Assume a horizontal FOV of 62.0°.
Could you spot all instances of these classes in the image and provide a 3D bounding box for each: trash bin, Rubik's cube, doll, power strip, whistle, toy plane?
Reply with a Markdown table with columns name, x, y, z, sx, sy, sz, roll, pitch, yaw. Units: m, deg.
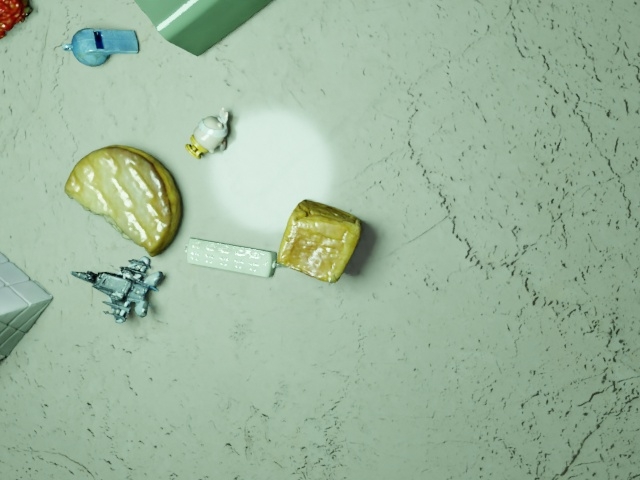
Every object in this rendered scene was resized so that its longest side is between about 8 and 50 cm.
| name | x | y | z | sx | sy | sz | roll | pitch | yaw |
| --- | --- | --- | --- | --- | --- | --- | --- | --- | --- |
| trash bin | -0.190 | -0.547 | 1.085 | 0.343 | 0.223 | 0.158 | -37 | 90 | 12 |
| Rubik's cube | -0.836 | 0.164 | 1.253 | 0.224 | 0.221 | 0.231 | 42 | 100 | 2 |
| doll | -0.242 | -0.238 | 1.208 | 0.127 | 0.073 | 0.084 | -43 | 122 | 14 |
| power strip | -0.202 | 0.041 | 1.248 | 0.252 | 0.027 | 0.060 | 9 | 98 | 7 |
| whistle | -0.506 | -0.441 | 1.219 | 0.157 | 0.090 | 0.091 | -11 | 96 | -30 |
| toy plane | -0.500 | 0.101 | 1.272 | 0.246 | 0.078 | 0.169 | 16 | 71 | 9 |

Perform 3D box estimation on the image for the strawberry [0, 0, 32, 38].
| name | x | y | z | sx | sy | sz | roll | pitch | yaw |
| --- | --- | --- | --- | --- | --- | --- | --- | --- | --- |
| strawberry | -0.789 | -0.587 | 1.154 | 0.260 | 0.257 | 0.261 | 0 | 88 | 8 |

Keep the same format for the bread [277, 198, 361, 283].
| name | x | y | z | sx | sy | sz | roll | pitch | yaw |
| --- | --- | --- | --- | --- | --- | --- | --- | --- | --- |
| bread | 0.000 | 0.000 | 1.162 | 0.158 | 0.149 | 0.143 | 16 | 100 | 0 |

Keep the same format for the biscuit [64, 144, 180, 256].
| name | x | y | z | sx | sy | sz | roll | pitch | yaw |
| --- | --- | --- | --- | --- | --- | --- | --- | --- | --- |
| biscuit | -0.437 | -0.103 | 1.233 | 0.274 | 0.091 | 0.213 | 42 | 103 | 3 |
